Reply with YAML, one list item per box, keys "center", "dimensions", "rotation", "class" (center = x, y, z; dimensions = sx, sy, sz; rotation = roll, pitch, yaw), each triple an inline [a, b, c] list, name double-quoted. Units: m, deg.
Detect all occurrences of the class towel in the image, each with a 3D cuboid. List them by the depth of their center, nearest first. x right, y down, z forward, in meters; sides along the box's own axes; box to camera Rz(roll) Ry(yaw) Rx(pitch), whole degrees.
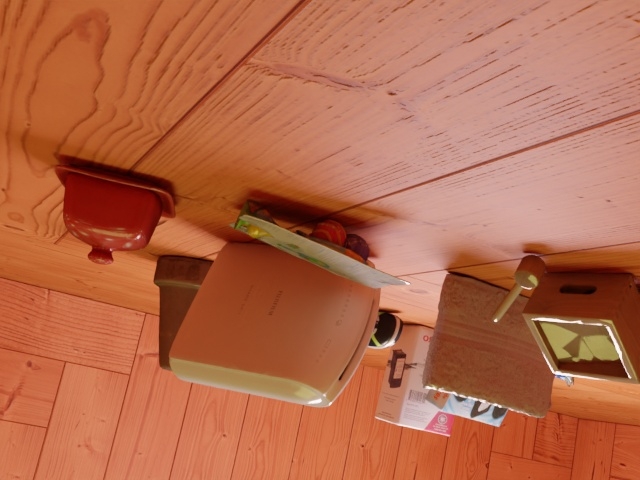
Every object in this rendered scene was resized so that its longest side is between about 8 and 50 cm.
- center: [0.291, 0.177, 1.281]
  dimensions: [0.282, 0.187, 0.049]
  rotation: [19, 170, -31]
  class: "towel"

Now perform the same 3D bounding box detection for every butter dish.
- center: [-0.290, -0.025, 1.085]
  dimensions: [0.160, 0.118, 0.160]
  rotation: [14, 168, -6]
  class: "butter dish"

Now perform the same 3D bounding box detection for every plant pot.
- center: [-0.246, 0.175, 1.684]
  dimensions: [0.263, 0.229, 0.263]
  rotation: [11, 166, 3]
  class: "plant pot"

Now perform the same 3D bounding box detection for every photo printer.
- center: [-0.062, 0.128, 1.251]
  dimensions: [0.307, 0.256, 0.107]
  rotation: [5, 146, 32]
  class: "photo printer"

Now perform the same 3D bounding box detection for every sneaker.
- center: [0.076, 0.192, 1.789]
  dimensions: [0.235, 0.084, 0.097]
  rotation: [0, 162, 43]
  class: "sneaker"

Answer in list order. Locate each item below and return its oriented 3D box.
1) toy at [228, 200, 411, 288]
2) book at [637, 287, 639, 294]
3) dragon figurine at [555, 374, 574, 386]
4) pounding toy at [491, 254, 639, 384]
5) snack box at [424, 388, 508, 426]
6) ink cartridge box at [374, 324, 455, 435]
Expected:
- center: [0.000, 0.000, 1.071]
  dimensions: [0.237, 0.056, 0.137]
  rotation: [20, 170, -13]
  class: "toy"
- center: [0.493, 0.099, 1.105]
  dimensions: [0.144, 0.035, 0.096]
  rotation: [17, 164, -24]
  class: "book"
- center: [0.478, 0.259, 1.706]
  dimensions: [0.144, 0.085, 0.289]
  rotation: [8, 168, 14]
  class: "dragon figurine"
- center: [0.330, 0.084, 1.068]
  dimensions: [0.181, 0.094, 0.206]
  rotation: [0, 132, 45]
  class: "pounding toy"
- center: [0.384, 0.332, 1.875]
  dimensions: [0.060, 0.187, 0.322]
  rotation: [29, -179, 40]
  class: "snack box"
- center: [0.250, 0.336, 1.914]
  dimensions: [0.172, 0.237, 0.100]
  rotation: [19, 170, -29]
  class: "ink cartridge box"
